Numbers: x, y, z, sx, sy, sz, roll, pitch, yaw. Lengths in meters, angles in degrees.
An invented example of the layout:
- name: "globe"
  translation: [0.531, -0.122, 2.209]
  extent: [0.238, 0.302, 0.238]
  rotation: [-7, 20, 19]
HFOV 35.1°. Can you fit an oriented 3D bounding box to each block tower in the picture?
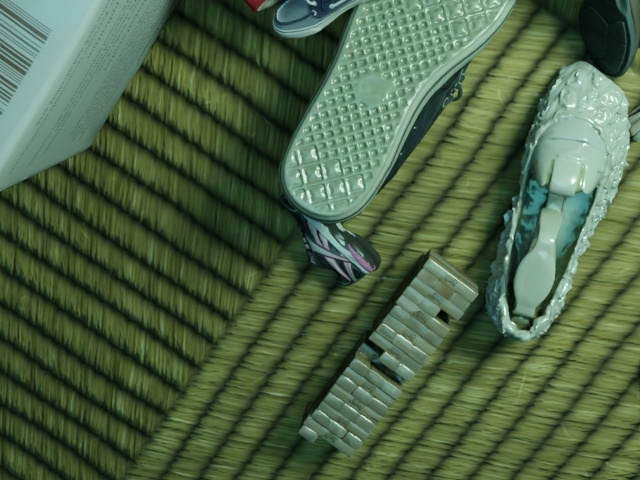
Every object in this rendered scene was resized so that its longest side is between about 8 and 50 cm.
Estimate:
- name: "block tower"
  translation: [0.101, 0.172, 1.511]
  extent: [0.097, 0.091, 0.335]
  rotation: [37, 106, -2]

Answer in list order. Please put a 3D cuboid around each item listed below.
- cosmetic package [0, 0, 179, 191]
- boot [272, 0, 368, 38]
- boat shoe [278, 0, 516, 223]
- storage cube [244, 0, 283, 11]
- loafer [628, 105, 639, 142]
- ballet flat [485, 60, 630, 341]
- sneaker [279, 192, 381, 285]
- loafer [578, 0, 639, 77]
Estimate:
- name: "cosmetic package"
  translation: [-0.417, -0.301, 1.303]
  extent: [0.327, 0.394, 0.329]
  rotation: [35, 105, -3]
- name: "boot"
  translation: [0.005, -0.327, 1.290]
  extent: [0.190, 0.086, 0.069]
  rotation: [-23, 64, 22]
- name: "boat shoe"
  translation: [0.112, -0.245, 1.379]
  extent: [0.186, 0.156, 0.500]
  rotation: [32, 91, 4]
- name: "storage cube"
  translation: [-0.061, -0.436, 1.318]
  extent: [0.183, 0.215, 0.193]
  rotation: [-38, 97, 22]
- name: "loafer"
  translation: [0.465, -0.193, 1.399]
  extent: [0.039, 0.045, 0.125]
  rotation: [41, 108, 4]
- name: "ballet flat"
  translation: [0.330, -0.039, 1.403]
  extent: [0.146, 0.147, 0.409]
  rotation: [14, 105, 4]
- name: "sneaker"
  translation: [0.000, 0.000, 1.495]
  extent: [0.178, 0.072, 0.077]
  rotation: [46, 116, 1]
- name: "loafer"
  translation: [0.388, -0.320, 1.299]
  extent: [0.084, 0.267, 0.096]
  rotation: [-38, 54, -8]
